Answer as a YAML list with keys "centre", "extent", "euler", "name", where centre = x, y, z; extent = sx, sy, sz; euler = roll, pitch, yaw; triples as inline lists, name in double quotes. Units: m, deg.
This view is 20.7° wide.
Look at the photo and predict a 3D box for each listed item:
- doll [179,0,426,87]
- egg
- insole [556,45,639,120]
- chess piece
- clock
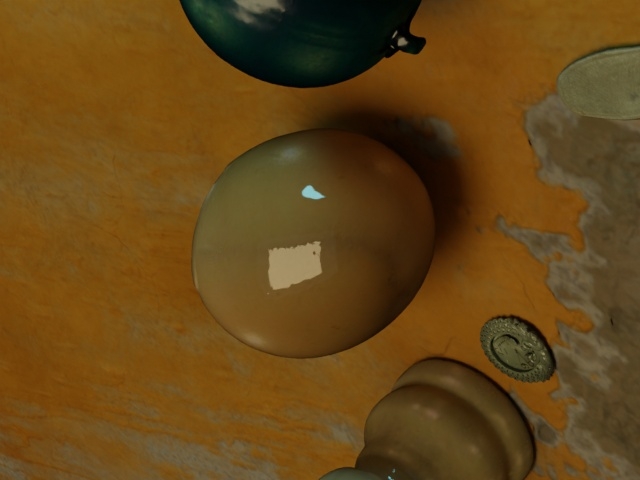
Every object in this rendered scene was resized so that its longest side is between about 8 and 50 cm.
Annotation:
- centre: [-0.045, -0.241, 1.377]
  extent: [0.322, 0.198, 0.186]
  euler: [40, 129, 20]
  name: "doll"
- centre: [0.000, 0.000, 1.559]
  extent: [0.201, 0.201, 0.244]
  euler: [55, 144, -9]
  name: "egg"
- centre: [0.250, -0.125, 1.323]
  extent: [0.192, 0.010, 0.063]
  euler: [-15, 111, 54]
  name: "insole"
- centre: [0.051, 0.257, 1.662]
  extent: [0.167, 0.299, 0.167]
  euler: [30, 141, 28]
  name: "chess piece"
- centre: [0.180, 0.102, 1.623]
  extent: [0.083, 0.010, 0.074]
  euler: [-8, 117, 52]
  name: "clock"
